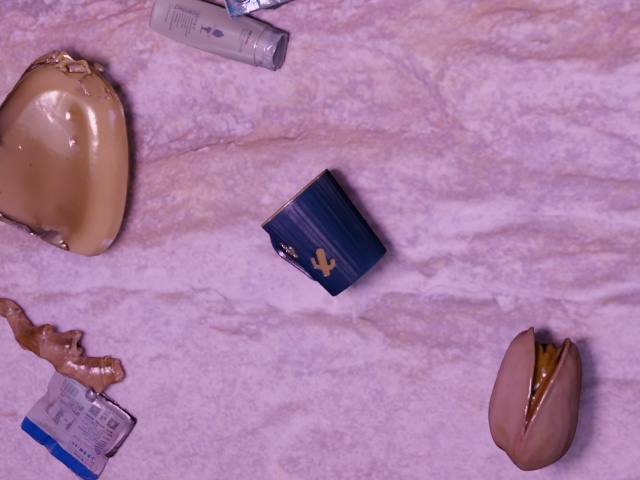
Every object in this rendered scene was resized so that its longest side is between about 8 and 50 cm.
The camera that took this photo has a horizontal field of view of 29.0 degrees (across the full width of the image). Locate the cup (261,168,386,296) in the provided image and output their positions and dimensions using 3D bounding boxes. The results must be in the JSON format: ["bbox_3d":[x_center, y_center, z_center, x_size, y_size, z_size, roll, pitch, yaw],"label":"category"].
[{"bbox_3d":[0.000,0.000,1.859,0.155,0.131,0.176,48,145,-1],"label":"cup"}]

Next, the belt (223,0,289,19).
[{"bbox_3d":[-0.008,-0.386,1.767,0.302,0.087,0.072,-13,107,23],"label":"belt"}]

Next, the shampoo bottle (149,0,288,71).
[{"bbox_3d":[-0.153,-0.315,1.860,0.212,0.049,0.072,19,100,15],"label":"shampoo bottle"}]

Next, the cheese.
[{"bbox_3d":[-0.417,-0.149,1.973,0.259,0.128,0.316,17,116,8],"label":"cheese"}]

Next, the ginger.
[{"bbox_3d":[-0.463,0.169,2.105,0.288,0.075,0.089,31,117,7],"label":"ginger"}]

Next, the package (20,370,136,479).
[{"bbox_3d":[-0.425,0.319,2.156,0.171,0.027,0.173,38,115,4],"label":"package"}]

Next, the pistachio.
[{"bbox_3d":[0.311,0.230,1.790,0.129,0.131,0.206,10,104,10],"label":"pistachio"}]
